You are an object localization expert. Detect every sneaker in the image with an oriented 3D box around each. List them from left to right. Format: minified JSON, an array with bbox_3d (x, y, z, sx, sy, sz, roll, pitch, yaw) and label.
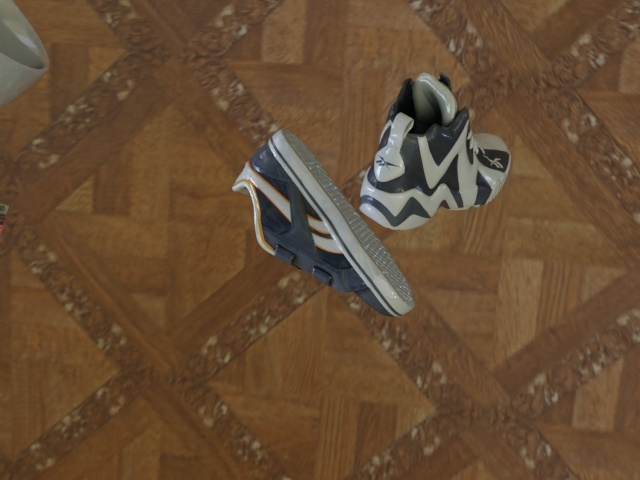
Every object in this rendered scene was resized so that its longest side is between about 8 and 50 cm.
[{"bbox_3d":[0.000,0.000,1.572,0.127,0.126,0.321,-41,72,13],"label":"sneaker"},{"bbox_3d":[0.141,-0.116,1.194,0.094,0.235,0.153,37,131,35],"label":"sneaker"}]

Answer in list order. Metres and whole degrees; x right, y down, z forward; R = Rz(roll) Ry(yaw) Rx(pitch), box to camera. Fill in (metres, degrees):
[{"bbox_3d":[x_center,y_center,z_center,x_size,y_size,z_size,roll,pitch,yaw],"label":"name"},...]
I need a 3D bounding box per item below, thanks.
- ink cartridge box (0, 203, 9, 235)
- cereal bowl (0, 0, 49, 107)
[{"bbox_3d":[-0.429,-0.019,1.449,0.029,0.063,0.115,18,114,-14],"label":"ink cartridge box"},{"bbox_3d":[-0.447,-0.253,1.135,0.141,0.339,0.339,-41,95,5],"label":"cereal bowl"}]
